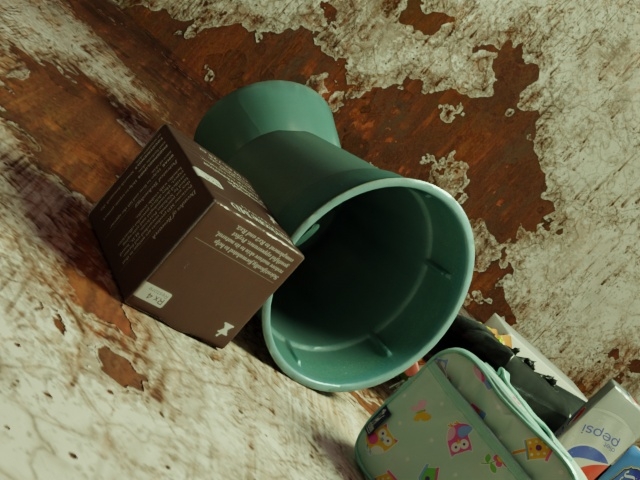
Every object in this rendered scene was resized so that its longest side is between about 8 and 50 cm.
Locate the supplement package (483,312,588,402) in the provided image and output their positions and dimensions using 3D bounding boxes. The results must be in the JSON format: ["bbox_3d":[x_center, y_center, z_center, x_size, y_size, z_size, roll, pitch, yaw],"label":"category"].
[{"bbox_3d":[0.506,0.359,2.289,0.293,0.177,0.175,41,9,-10],"label":"supplement package"}]

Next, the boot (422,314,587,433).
[{"bbox_3d":[0.299,0.257,1.724,0.367,0.146,0.445,13,-12,44],"label":"boot"}]

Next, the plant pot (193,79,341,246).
[{"bbox_3d":[-0.084,-0.123,1.748,0.293,0.293,0.235,33,28,-45],"label":"plant pot"}]

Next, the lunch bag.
[{"bbox_3d":[0.187,0.280,1.127,0.279,0.224,0.108,49,11,35],"label":"lunch bag"}]

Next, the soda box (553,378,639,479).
[{"bbox_3d":[0.445,0.377,1.575,0.091,0.286,0.098,45,10,10],"label":"soda box"}]

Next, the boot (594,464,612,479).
[{"bbox_3d":[0.696,0.533,2.360,0.207,0.094,0.247,-115,-174,-72],"label":"boot"}]

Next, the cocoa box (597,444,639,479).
[{"bbox_3d":[0.631,0.578,1.604,0.347,0.231,0.228,38,10,-28],"label":"cocoa box"}]

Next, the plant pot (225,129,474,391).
[{"bbox_3d":[0.000,0.000,1.387,0.341,0.341,0.334,35,5,-39],"label":"plant pot"}]

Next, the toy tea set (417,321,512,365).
[{"bbox_3d":[0.317,0.215,2.041,0.336,0.200,0.124,28,47,-58],"label":"toy tea set"}]

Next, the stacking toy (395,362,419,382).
[{"bbox_3d":[0.092,0.188,1.639,0.309,0.130,0.280,-105,177,-68],"label":"stacking toy"}]

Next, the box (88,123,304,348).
[{"bbox_3d":[-0.163,-0.006,1.149,0.168,0.167,0.203,34,12,-42],"label":"box"}]
